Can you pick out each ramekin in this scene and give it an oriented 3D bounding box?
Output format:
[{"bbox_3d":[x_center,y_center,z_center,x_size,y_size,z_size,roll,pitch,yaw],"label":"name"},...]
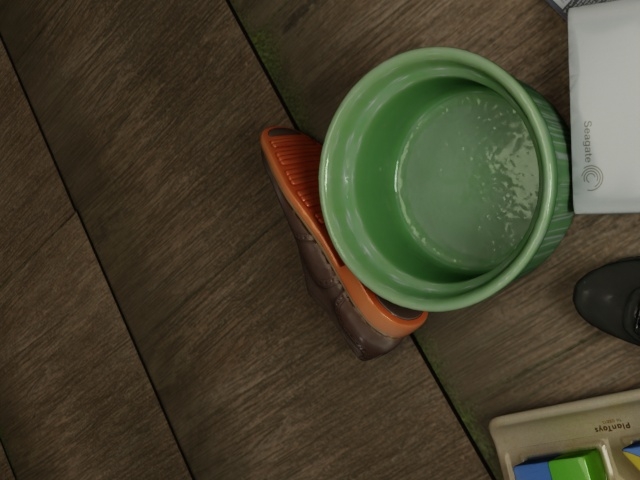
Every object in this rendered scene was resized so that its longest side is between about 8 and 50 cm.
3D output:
[{"bbox_3d":[0.161,-0.072,1.024,0.303,0.148,0.304,3,94,36],"label":"ramekin"}]

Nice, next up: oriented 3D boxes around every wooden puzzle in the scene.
[{"bbox_3d":[0.366,0.346,0.947,0.322,0.080,0.348,-21,81,35],"label":"wooden puzzle"}]

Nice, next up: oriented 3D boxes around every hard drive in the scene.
[{"bbox_3d":[0.433,-0.147,0.856,0.353,0.047,0.233,-1,93,36],"label":"hard drive"}]

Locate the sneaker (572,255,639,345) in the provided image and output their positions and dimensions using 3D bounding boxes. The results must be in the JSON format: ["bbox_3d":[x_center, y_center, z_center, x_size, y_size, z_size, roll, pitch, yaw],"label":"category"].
[{"bbox_3d":[0.397,0.084,0.877,0.286,0.130,0.109,12,102,36],"label":"sneaker"}]

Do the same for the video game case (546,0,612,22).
[{"bbox_3d":[0.401,-0.253,0.915,0.196,0.026,0.274,-49,67,28],"label":"video game case"}]

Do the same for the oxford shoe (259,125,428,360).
[{"bbox_3d":[0.000,0.000,1.164,0.133,0.130,0.364,-52,58,42],"label":"oxford shoe"}]
